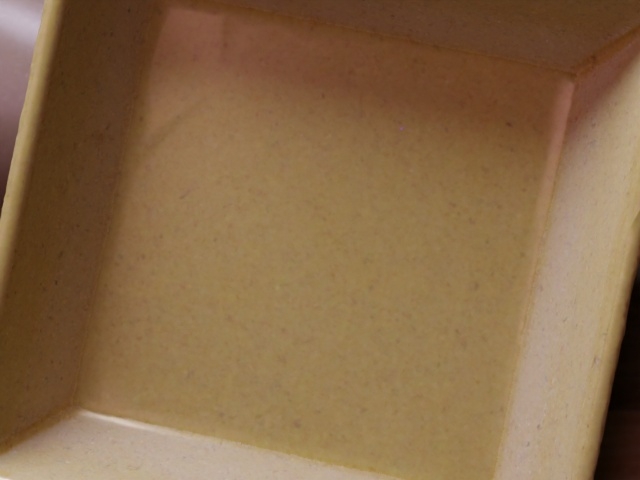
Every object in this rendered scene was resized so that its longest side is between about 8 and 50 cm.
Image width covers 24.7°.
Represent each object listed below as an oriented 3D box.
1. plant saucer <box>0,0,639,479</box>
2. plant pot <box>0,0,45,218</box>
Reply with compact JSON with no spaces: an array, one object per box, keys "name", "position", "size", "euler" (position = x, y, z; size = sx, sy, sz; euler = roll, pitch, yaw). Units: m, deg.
[{"name":"plant saucer","position":[0.000,0.000,0.795],"size":[0.332,0.081,0.333],"euler":[12,90,4]},{"name":"plant pot","position":[-0.154,-0.072,0.944],"size":[0.229,0.263,0.263],"euler":[13,75,12]}]
